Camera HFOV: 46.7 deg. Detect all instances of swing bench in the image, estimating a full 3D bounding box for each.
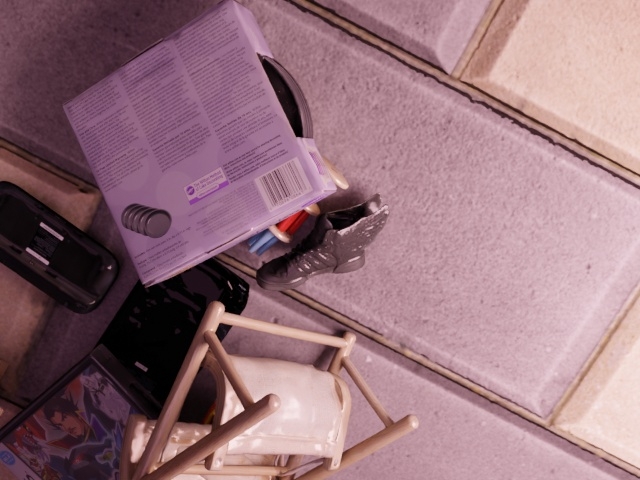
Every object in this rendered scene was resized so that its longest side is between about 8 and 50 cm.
[{"bbox_3d":[-0.072,0.234,0.877,0.253,0.165,0.255,20,113,-46],"label":"swing bench"}]

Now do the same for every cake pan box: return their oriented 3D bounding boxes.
[{"bbox_3d":[-0.141,-0.111,0.867,0.266,0.070,0.246,-28,87,17],"label":"cake pan box"}]

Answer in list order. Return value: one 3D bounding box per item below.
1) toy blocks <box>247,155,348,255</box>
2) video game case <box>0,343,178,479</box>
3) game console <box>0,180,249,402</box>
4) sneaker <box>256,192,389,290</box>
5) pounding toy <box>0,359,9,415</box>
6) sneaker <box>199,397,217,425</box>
[{"bbox_3d":[-0.059,-0.061,0.917,0.148,0.054,0.123,-43,97,14],"label":"toy blocks"},{"bbox_3d":[-0.296,0.301,1.009,0.275,0.035,0.248,-38,98,28],"label":"video game case"},{"bbox_3d":[-0.289,0.046,0.974,0.361,0.044,0.213,36,103,-4],"label":"game console"},{"bbox_3d":[0.001,0.002,0.907,0.170,0.051,0.089,-13,129,-13],"label":"sneaker"},{"bbox_3d":[-0.478,0.192,0.969,0.130,0.141,0.100,32,105,-17],"label":"pounding toy"},{"bbox_3d":[-0.156,0.283,1.007,0.064,0.067,0.175,23,107,-2],"label":"sneaker"}]
